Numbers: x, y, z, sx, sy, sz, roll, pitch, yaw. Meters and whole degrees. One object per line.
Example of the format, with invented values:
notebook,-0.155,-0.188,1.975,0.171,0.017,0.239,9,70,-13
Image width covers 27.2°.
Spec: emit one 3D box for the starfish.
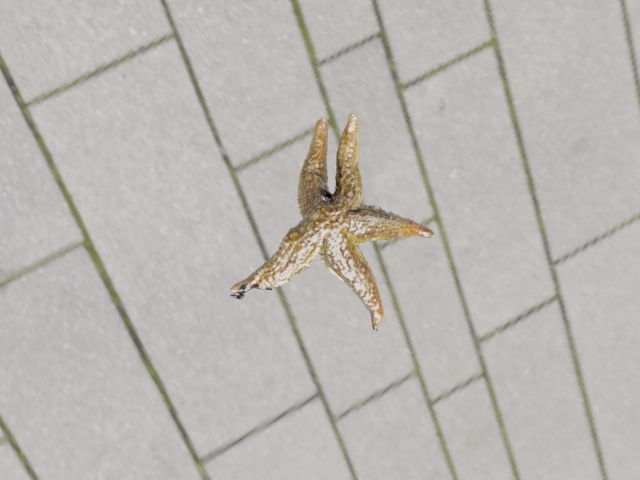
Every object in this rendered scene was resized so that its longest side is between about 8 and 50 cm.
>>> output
starfish,0.002,0.001,0.819,0.130,0.041,0.133,-34,92,-9
